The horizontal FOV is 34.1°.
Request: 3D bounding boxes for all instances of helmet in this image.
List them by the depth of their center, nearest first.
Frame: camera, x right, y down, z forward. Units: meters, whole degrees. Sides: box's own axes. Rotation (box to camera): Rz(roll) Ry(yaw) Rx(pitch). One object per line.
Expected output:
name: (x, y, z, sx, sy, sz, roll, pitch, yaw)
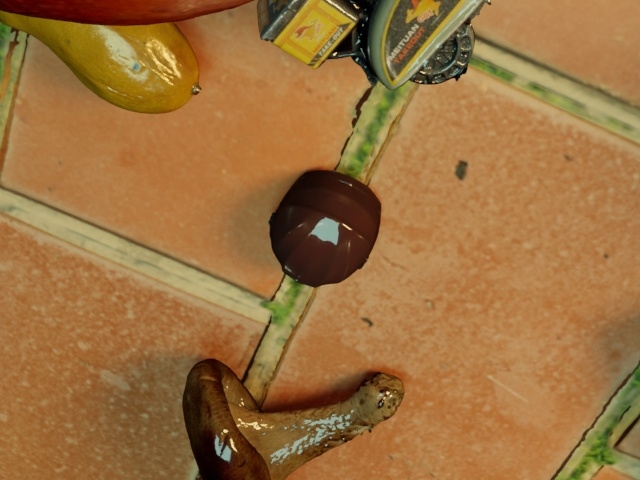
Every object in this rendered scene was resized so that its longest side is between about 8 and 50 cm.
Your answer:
helmet: (0.000, 0.000, 0.938, 0.098, 0.070, 0.123, 25, 123, -5)

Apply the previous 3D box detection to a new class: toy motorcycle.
toy motorcycle: (0.086, -0.221, 0.753, 0.157, 0.091, 0.263, 27, 121, -27)

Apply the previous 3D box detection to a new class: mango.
mango: (-0.181, -0.173, 0.865, 0.190, 0.075, 0.098, 33, 118, -2)

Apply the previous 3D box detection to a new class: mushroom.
mushroom: (-0.012, 0.204, 1.054, 0.217, 0.148, 0.227, -17, 124, 4)

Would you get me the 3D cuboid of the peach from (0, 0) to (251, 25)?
peach: (-0.119, -0.298, 0.583, 0.388, 0.388, 0.388, 6, 123, 9)
